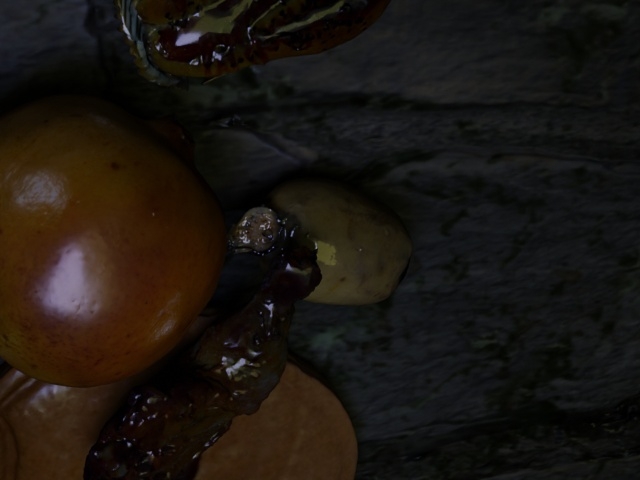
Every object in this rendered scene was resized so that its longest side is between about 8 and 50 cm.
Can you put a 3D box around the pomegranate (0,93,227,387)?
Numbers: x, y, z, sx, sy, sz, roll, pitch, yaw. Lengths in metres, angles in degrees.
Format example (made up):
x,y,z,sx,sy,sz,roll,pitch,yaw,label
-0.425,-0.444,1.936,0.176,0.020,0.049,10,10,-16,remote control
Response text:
x,y,z,sx,sy,sz,roll,pitch,yaw,label
-0.211,-0.007,0.989,0.264,0.264,0.264,-9,118,-17,pomegranate

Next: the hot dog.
x,y,z,sx,sy,sz,roll,pitch,yaw,label
-0.058,-0.234,1.022,0.271,0.082,0.162,-21,119,-9,hot dog

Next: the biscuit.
x,y,z,sx,sy,sz,roll,pitch,yaw,label
-0.161,0.232,1.228,0.455,0.078,0.349,24,101,-29,biscuit

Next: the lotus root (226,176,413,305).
x,y,z,sx,sy,sz,roll,pitch,yaw,label
0.000,0.000,1.137,0.221,0.125,0.118,15,135,-32,lotus root

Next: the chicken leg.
x,y,z,sx,sy,sz,roll,pitch,yaw,label
-0.113,0.132,1.089,0.322,0.083,0.177,-40,158,-4,chicken leg
